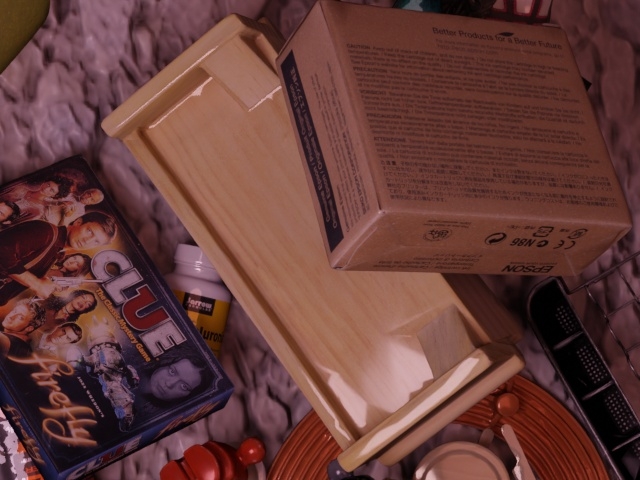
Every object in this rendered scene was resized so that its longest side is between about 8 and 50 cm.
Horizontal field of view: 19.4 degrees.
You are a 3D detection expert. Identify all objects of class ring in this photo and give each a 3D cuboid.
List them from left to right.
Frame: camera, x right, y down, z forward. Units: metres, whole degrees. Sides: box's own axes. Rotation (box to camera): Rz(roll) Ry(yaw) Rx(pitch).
[{"bbox_3d":[0.106,0.269,1.633,0.336,0.032,0.337,0,89,-11],"label":"ring"}]

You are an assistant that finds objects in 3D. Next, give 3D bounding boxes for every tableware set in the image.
[{"bbox_3d":[0.143,0.262,1.607,0.128,0.039,0.194,-24,88,0],"label":"tableware set"}]

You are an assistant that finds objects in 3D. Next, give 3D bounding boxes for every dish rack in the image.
[{"bbox_3d":[0.338,0.073,1.610,0.271,0.074,0.208,-31,78,8],"label":"dish rack"}]

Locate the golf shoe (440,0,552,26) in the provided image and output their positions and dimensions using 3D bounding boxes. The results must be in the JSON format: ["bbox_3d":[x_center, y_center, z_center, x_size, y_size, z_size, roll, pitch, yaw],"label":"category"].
[{"bbox_3d":[0.152,-0.187,1.595,0.120,0.105,0.273,36,92,-28],"label":"golf shoe"}]

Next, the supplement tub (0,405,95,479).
[{"bbox_3d":[-0.231,0.216,1.525,0.106,0.106,0.198,-13,92,-12],"label":"supplement tub"}]

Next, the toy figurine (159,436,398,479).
[{"bbox_3d":[-0.036,0.270,1.518,0.209,0.148,0.213,8,84,16],"label":"toy figurine"}]

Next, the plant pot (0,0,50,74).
[{"bbox_3d":[-0.365,-0.163,1.440,0.293,0.275,0.275,-33,96,-26],"label":"plant pot"}]

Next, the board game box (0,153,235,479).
[{"bbox_3d":[-0.202,0.061,1.495,0.165,0.042,0.243,-25,70,-29],"label":"board game box"}]

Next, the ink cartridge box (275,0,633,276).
[{"bbox_3d":[0.101,-0.075,1.435,0.234,0.088,0.193,3,57,-30],"label":"ink cartridge box"}]

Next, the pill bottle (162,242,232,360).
[{"bbox_3d":[-0.110,0.064,1.572,0.065,0.065,0.116,13,86,-11],"label":"pill bottle"}]

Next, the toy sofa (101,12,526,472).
[{"bbox_3d":[0.000,0.000,1.528,0.150,0.177,0.362,-39,80,13],"label":"toy sofa"}]

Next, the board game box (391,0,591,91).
[{"bbox_3d":[0.130,-0.137,1.646,0.186,0.026,0.126,33,82,-9],"label":"board game box"}]
